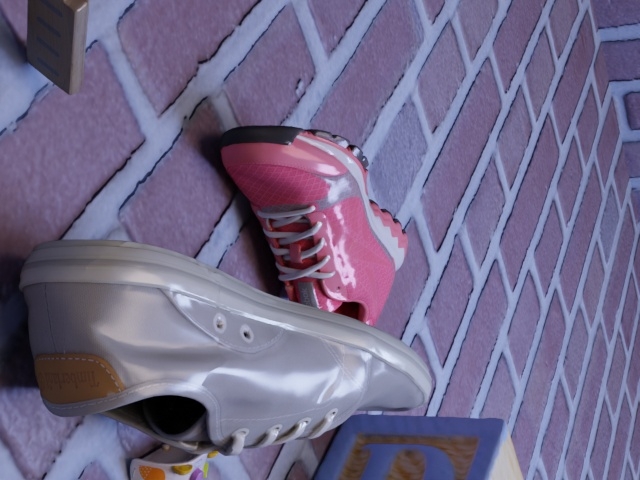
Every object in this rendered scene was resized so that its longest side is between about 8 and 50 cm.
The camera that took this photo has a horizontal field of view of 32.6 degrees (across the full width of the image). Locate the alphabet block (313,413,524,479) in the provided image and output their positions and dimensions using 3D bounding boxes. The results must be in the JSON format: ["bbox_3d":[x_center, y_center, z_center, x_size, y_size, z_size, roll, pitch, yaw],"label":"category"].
[{"bbox_3d":[0.107,0.318,1.149,0.192,0.193,0.197,-57,136,-46],"label":"alphabet block"}]

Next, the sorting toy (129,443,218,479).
[{"bbox_3d":[-0.119,0.205,0.904,0.083,0.045,0.075,-22,126,-61],"label":"sorting toy"}]

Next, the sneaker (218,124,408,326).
[{"bbox_3d":[0.001,0.000,1.063,0.314,0.116,0.136,45,50,-52],"label":"sneaker"}]

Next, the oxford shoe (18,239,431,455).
[{"bbox_3d":[-0.061,0.112,0.884,0.449,0.169,0.130,23,64,-52],"label":"oxford shoe"}]

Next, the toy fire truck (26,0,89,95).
[{"bbox_3d":[-0.179,-0.237,0.714,0.246,0.217,0.158,-53,157,15],"label":"toy fire truck"}]
